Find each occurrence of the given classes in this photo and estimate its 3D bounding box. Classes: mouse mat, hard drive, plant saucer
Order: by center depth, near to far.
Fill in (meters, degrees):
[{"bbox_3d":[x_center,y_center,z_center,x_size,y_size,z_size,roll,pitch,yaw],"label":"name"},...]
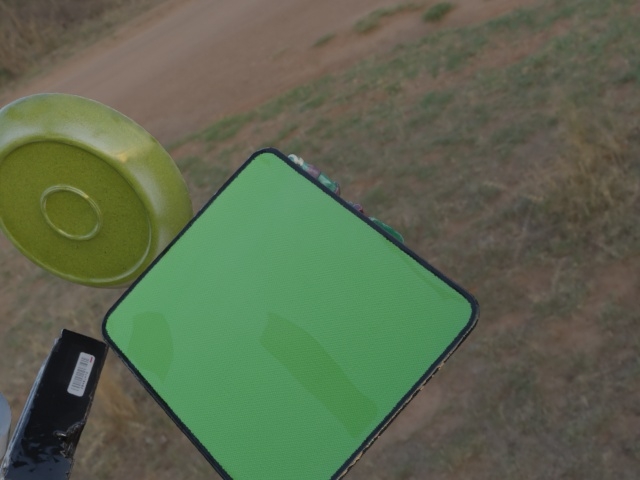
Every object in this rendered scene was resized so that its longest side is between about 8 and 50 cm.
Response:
[{"bbox_3d":[-0.026,0.042,0.522,0.152,0.007,0.190,-47,51,-4],"label":"mouse mat"},{"bbox_3d":[-0.312,0.287,0.989,0.237,0.064,0.339,-90,23,-60],"label":"hard drive"},{"bbox_3d":[-0.249,-0.036,0.999,0.241,0.241,0.037,-17,30,27],"label":"plant saucer"}]

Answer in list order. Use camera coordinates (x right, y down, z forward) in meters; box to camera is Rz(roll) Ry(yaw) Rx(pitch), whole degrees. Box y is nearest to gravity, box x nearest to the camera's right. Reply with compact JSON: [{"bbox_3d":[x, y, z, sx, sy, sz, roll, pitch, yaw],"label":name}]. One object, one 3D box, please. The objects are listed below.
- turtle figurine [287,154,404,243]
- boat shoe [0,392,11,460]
[{"bbox_3d":[0.000,0.000,0.946,0.118,0.175,0.234,-10,22,-19],"label":"turtle figurine"},{"bbox_3d":[-0.356,0.162,0.806,0.306,0.105,0.113,10,10,39],"label":"boat shoe"}]
